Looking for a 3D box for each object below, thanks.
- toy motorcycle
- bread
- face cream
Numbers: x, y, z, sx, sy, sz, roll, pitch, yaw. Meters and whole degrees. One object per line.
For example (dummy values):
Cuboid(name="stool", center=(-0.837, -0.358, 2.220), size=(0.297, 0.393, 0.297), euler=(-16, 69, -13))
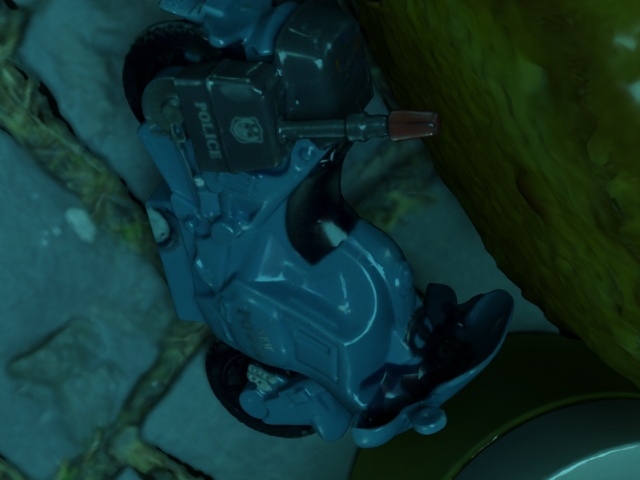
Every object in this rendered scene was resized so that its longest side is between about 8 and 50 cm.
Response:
Cuboid(name="toy motorcycle", center=(0.000, 0.000, 0.749), size=(0.182, 0.123, 0.272), euler=(2, 125, 24))
Cuboid(name="bread", center=(0.153, -0.078, 0.664), size=(0.204, 0.358, 0.336), euler=(-36, 111, -5))
Cuboid(name="face cream", center=(0.137, 0.177, 0.821), size=(0.218, 0.179, 0.218), euler=(-3, 105, -13))
